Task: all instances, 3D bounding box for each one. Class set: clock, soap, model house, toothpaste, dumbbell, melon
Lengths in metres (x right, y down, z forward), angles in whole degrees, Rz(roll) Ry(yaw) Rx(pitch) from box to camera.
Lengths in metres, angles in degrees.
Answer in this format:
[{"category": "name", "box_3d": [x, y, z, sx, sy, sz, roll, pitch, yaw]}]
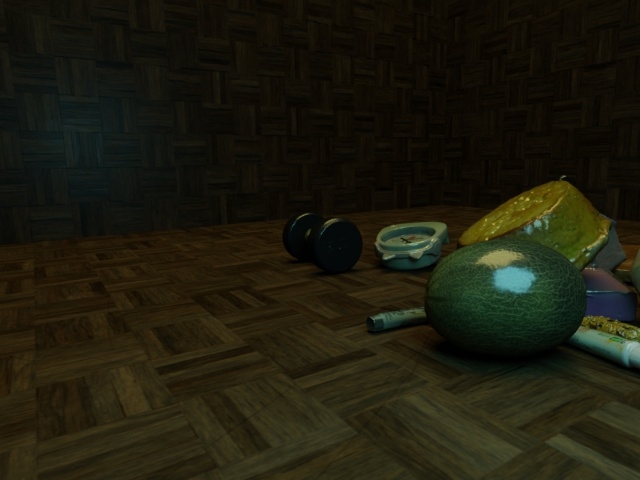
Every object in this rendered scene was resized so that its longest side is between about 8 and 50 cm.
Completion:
[{"category": "clock", "box_3d": [0.339, 0.024, 1.728, 0.266, 0.108, 0.324, -2, 19, 24]}, {"category": "soap", "box_3d": [0.705, 0.136, 1.212, 0.181, 0.081, 0.259, 0, 11, 17]}, {"category": "model house", "box_3d": [0.770, -0.010, 1.421, 0.203, 0.237, 0.237, -28, 13, -6]}, {"category": "toothpaste", "box_3d": [0.219, 0.186, 1.104, 0.239, 0.039, 0.062, -4, 14, -28]}, {"category": "toothpaste", "box_3d": [0.546, 0.201, 0.943, 0.056, 0.058, 0.314, -48, 16, -8]}, {"category": "dumbbell", "box_3d": [0.000, 0.000, 1.745, 0.204, 0.203, 0.322, -6, 10, -26]}, {"category": "melon", "box_3d": [0.363, 0.114, 0.915, 0.302, 0.237, 0.237, -3, 9, 6]}]

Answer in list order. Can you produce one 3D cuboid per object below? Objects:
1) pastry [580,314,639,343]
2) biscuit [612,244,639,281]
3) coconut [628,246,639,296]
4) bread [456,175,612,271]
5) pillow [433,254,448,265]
[{"category": "pastry", "box_3d": [0.624, 0.196, 0.954, 0.080, 0.056, 0.140, 5, 2, -8]}, {"category": "biscuit", "box_3d": [1.035, 0.081, 1.544, 0.386, 0.062, 0.365, -2, 11, 10]}, {"category": "coconut", "box_3d": [0.839, 0.052, 0.940, 0.353, 0.352, 0.352, -1, 10, 0]}, {"category": "bread", "box_3d": [0.560, 0.015, 1.228, 0.398, 0.215, 0.398, -34, 4, 3]}, {"category": "pillow", "box_3d": [0.429, 0.072, 1.770, 0.211, 0.034, 0.135, 5, 14, 41]}]
